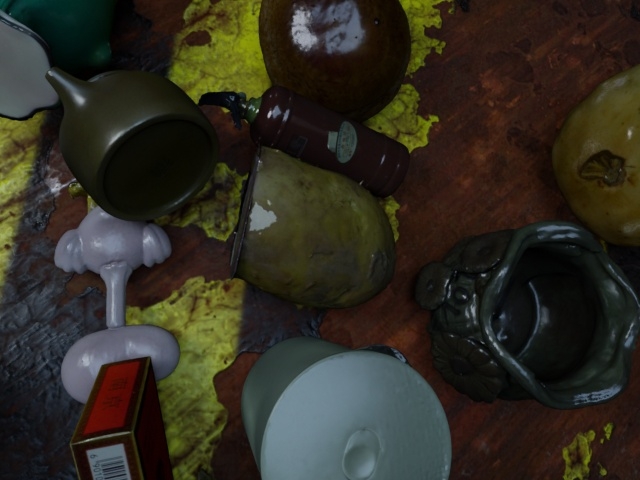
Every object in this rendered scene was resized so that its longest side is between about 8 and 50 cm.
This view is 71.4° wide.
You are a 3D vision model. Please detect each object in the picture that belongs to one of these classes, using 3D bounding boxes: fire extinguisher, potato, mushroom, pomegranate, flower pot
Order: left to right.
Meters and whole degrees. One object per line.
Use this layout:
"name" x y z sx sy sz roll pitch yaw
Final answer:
"fire extinguisher" -0.021 -0.161 0.700 0.343 0.102 0.138 19 33 -22
"potato" 0.000 0.000 0.680 0.265 0.229 0.230 12 77 -18
"mushroom" 0.028 -0.351 0.749 0.263 0.195 0.283 6 78 -5
"flower pot" 0.312 0.117 0.712 0.301 0.213 0.302 2 79 -13
"pomegranate" 0.601 -0.152 0.794 0.332 0.332 0.333 2 79 -12

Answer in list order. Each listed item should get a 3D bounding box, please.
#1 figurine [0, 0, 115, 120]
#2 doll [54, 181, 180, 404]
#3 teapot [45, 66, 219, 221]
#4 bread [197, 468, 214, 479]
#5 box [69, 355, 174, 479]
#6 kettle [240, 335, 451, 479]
"figurine" -0.391 -0.354 0.623 0.231 0.323 0.340 26 56 -31
"doll" -0.294 0.083 0.650 0.160 0.094 0.366 -6 82 -21
"teapot" -0.255 -0.144 0.623 0.185 0.267 0.175 -43 69 3
"bread" -0.118 0.406 0.636 0.152 0.077 0.105 18 77 -10
"box" -0.230 0.289 0.549 0.074 0.153 0.240 -8 108 -16
"kettle" -0.013 0.250 0.563 0.265 0.318 0.205 -37 90 -17
